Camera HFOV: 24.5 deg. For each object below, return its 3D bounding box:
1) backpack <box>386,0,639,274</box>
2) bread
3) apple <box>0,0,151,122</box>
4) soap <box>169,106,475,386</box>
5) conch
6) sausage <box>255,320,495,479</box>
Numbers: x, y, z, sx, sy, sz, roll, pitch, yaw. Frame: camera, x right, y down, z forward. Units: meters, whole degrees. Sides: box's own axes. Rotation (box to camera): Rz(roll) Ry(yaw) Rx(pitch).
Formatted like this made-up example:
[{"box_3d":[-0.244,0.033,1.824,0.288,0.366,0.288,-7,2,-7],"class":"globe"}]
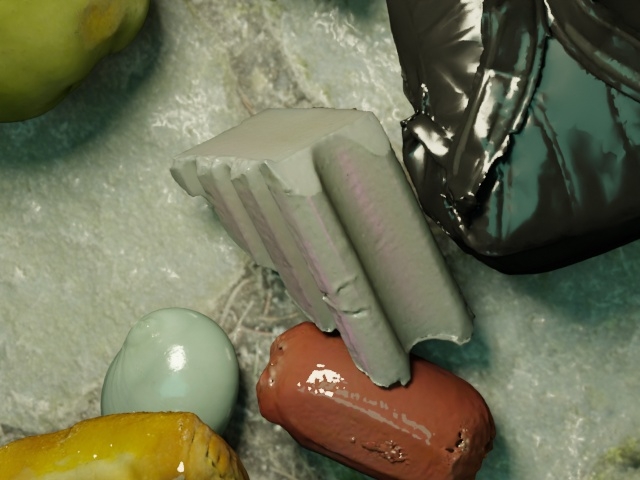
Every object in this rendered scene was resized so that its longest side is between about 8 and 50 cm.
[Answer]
[{"box_3d":[0.234,-0.202,1.551,0.363,0.255,0.445,-23,84,8],"class":"backpack"},{"box_3d":[-0.212,0.338,1.693,0.337,0.148,0.328,-15,131,19],"class":"bread"},{"box_3d":[-0.375,-0.302,1.646,0.357,0.357,0.357,1,93,14],"class":"apple"},{"box_3d":[0.000,0.000,1.658,0.159,0.258,0.302,-36,113,-28],"class":"soap"},{"box_3d":[-0.191,0.184,1.748,0.185,0.121,0.221,30,106,41],"class":"conch"},{"box_3d":[0.060,0.188,1.659,0.280,0.152,0.152,24,98,9],"class":"sausage"}]
